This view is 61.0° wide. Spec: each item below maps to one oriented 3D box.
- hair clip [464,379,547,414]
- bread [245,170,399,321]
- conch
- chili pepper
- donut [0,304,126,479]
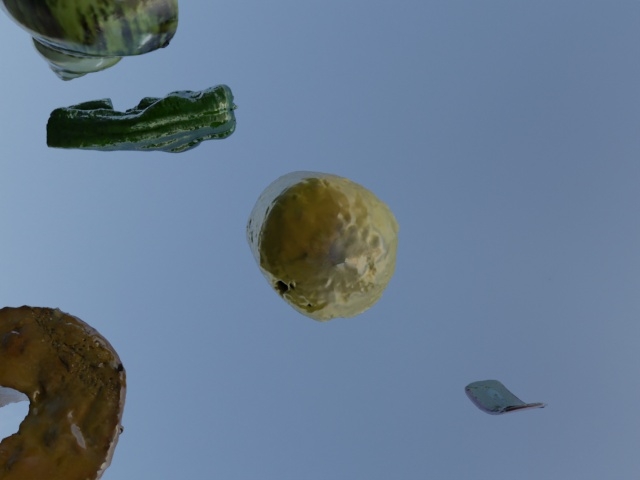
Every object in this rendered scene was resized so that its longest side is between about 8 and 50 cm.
[{"bbox_3d":[0.219,0.191,0.652,0.054,0.137,0.022,-9,-93,-7],"label":"hair clip"},{"bbox_3d":[-0.003,0.001,0.742,0.197,0.197,0.170,-68,-154,5],"label":"bread"},{"bbox_3d":[-0.239,-0.234,0.548,0.187,0.181,0.124,38,-108,4],"label":"conch"},{"bbox_3d":[-0.238,-0.160,0.738,0.254,0.099,0.083,-6,-58,-4],"label":"chili pepper"},{"bbox_3d":[-0.341,0.204,0.569,0.278,0.278,0.108,34,-43,21],"label":"donut"}]
